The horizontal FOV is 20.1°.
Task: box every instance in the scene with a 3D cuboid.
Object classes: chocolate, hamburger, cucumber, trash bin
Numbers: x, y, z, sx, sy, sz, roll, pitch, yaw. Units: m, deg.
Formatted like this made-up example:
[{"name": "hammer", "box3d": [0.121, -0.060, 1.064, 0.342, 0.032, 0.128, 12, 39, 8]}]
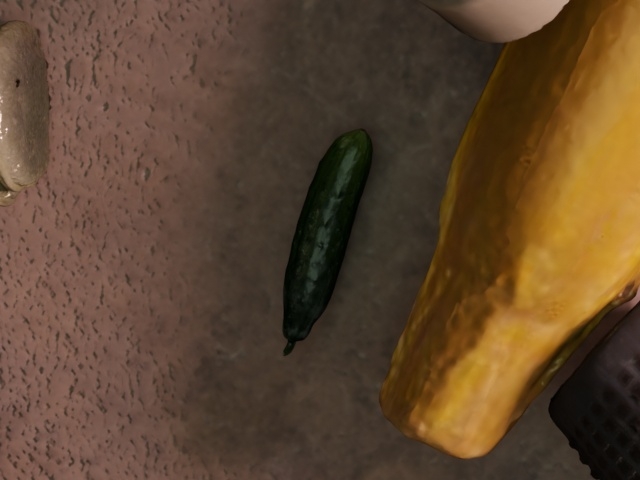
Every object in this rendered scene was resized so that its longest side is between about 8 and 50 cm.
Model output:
[{"name": "chocolate", "box3d": [0.164, -0.075, 1.077, 0.162, 0.162, 0.445, 28, 105, 5]}, {"name": "hamburger", "box3d": [-0.210, -0.079, 1.164, 0.054, 0.084, 0.121, -3, 98, 9]}, {"name": "cucumber", "box3d": [0.000, 0.000, 1.162, 0.037, 0.037, 0.155, 19, 99, 7]}, {"name": "trash bin", "box3d": [0.228, 0.112, 1.078, 0.161, 0.175, 0.175, 42, 102, 12]}]

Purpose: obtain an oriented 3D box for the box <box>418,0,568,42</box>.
[{"name": "box", "box3d": [0.094, -0.344, 1.002, 0.373, 0.090, 0.367, -51, 57, 12]}]
